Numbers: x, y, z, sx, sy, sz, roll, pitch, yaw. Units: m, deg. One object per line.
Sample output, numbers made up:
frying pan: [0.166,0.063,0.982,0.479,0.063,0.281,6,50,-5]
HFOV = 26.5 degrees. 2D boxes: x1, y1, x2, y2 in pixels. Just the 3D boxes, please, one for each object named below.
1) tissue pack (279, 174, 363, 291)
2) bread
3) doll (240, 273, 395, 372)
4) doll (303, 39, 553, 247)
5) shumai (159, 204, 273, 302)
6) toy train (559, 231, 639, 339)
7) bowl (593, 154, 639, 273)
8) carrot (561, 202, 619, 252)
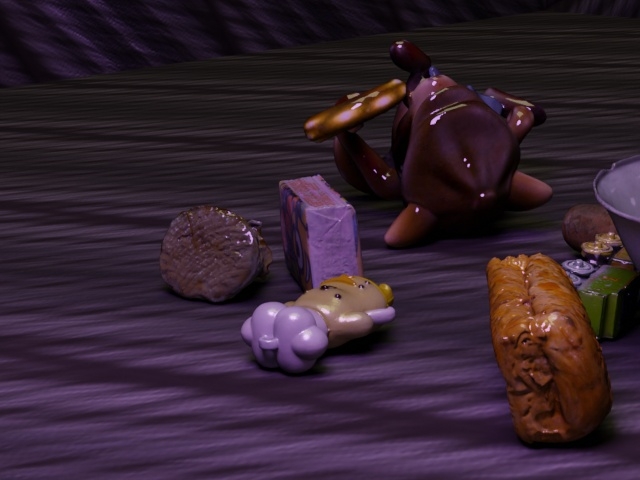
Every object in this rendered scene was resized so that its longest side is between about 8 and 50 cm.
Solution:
tissue pack: [0.000,0.000,1.416,0.060,0.108,0.148,-8,16,-11]
bread: [0.181,0.081,1.100,0.083,0.114,0.211,-18,15,8]
doll: [-0.001,0.073,1.243,0.106,0.062,0.162,4,18,38]
doll: [0.140,-0.130,1.665,0.318,0.209,0.340,-6,18,0]
shumai: [-0.101,0.014,1.437,0.124,0.099,0.087,8,3,29]
toy train: [0.277,0.042,1.314,0.081,0.060,0.202,13,21,25]
bowl: [0.404,0.017,1.213,0.313,0.146,0.313,-4,18,1]
carrot: [0.393,0.015,1.379,0.342,0.070,0.070,15,24,42]
